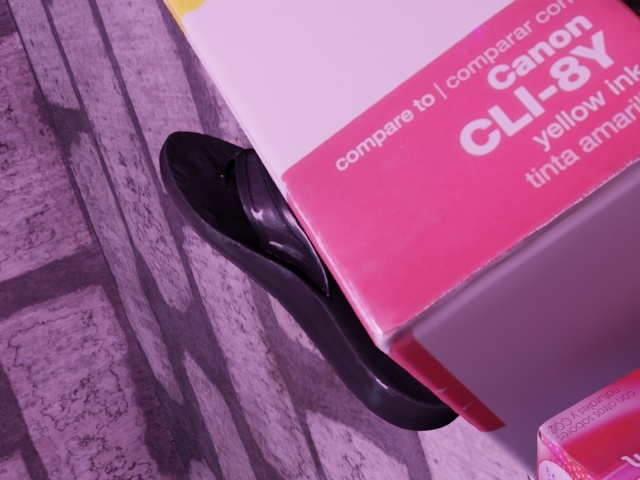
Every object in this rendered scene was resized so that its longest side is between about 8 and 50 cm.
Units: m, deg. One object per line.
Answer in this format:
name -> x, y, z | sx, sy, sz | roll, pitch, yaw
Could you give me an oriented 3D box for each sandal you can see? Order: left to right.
sandal -> 0.003, 0.001, 0.982 | 0.446, 0.168, 0.107 | 44, 124, 27

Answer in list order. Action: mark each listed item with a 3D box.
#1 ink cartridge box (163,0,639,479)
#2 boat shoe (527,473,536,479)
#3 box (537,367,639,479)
ink cartridge box -> 0.051, -0.089, 0.547 | 0.384, 0.160, 0.279 | 57, -171, 33
boat shoe -> 0.237, 0.170, 0.663 | 0.306, 0.113, 0.105 | -163, 64, -78
box -> 0.229, 0.103, 0.416 | 0.122, 0.257, 0.128 | 40, 147, 49
